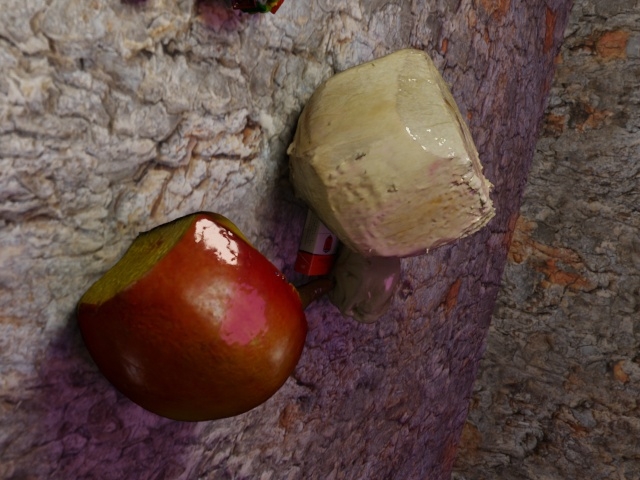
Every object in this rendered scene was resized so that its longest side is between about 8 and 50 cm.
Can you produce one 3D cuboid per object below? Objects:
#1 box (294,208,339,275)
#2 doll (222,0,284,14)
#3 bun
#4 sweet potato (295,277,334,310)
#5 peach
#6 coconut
[{"bbox_3d":[0.000,0.000,1.517,0.100,0.048,0.152,2,105,-57],"label":"box"},{"bbox_3d":[-0.101,-0.422,1.062,0.186,0.106,0.134,-34,121,-70],"label":"doll"},{"bbox_3d":[0.087,0.086,1.573,0.145,0.229,0.229,-13,120,-23],"label":"bun"},{"bbox_3d":[-0.081,0.122,1.398,0.346,0.079,0.108,8,109,-56],"label":"sweet potato"},{"bbox_3d":[-0.187,0.132,1.015,0.242,0.306,0.380,-58,143,-34],"label":"peach"},{"bbox_3d":[0.112,-0.150,1.329,0.405,0.405,0.404,-35,133,-47],"label":"coconut"}]
